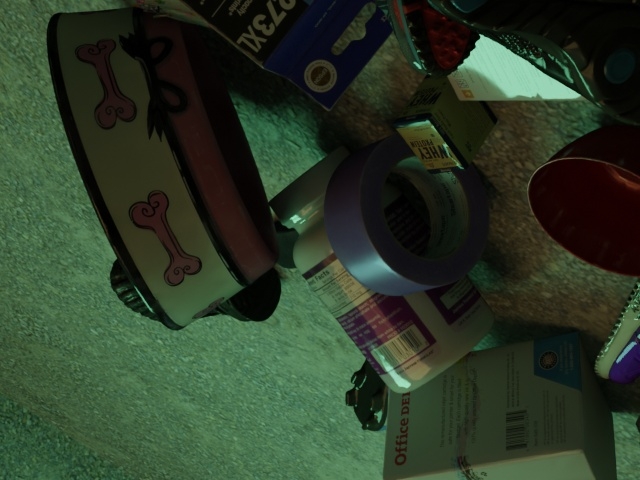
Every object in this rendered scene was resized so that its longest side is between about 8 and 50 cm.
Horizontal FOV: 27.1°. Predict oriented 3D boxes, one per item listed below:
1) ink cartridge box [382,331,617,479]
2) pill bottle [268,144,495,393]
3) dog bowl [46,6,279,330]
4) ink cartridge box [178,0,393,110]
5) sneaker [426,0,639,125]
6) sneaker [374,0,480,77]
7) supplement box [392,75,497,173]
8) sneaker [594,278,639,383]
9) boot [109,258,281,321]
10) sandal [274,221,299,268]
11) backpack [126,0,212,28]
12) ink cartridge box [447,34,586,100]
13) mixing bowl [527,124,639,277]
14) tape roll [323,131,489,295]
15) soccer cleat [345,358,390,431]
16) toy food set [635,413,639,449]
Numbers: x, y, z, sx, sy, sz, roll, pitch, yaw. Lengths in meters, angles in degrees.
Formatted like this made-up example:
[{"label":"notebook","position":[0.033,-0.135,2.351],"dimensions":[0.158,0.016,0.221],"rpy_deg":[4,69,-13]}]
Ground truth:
[{"label":"ink cartridge box","position":[0.245,0.278,1.798],"dimensions":[0.270,0.198,0.197],"rpy_deg":[-12,134,20]},{"label":"pill bottle","position":[0.072,0.032,1.705],"dimensions":[0.301,0.169,0.169],"rpy_deg":[53,150,-1]},{"label":"dog bowl","position":[-0.176,-0.105,1.605],"dimensions":[0.150,0.408,0.408],"rpy_deg":[-20,135,4]},{"label":"ink cartridge box","position":[-0.083,-0.310,1.374],"dimensions":[0.371,0.175,0.069],"rpy_deg":[37,-167,-9]},{"label":"sneaker","position":[0.210,-0.215,1.193],"dimensions":[0.341,0.125,0.139],"rpy_deg":[25,-169,-31]},{"label":"sneaker","position":[0.077,-0.282,1.277],"dimensions":[0.125,0.104,0.261],"rpy_deg":[-4,103,62]},{"label":"supplement box","position":[0.141,-0.133,1.496],"dimensions":[0.056,0.083,0.083],"rpy_deg":[-4,134,49]},{"label":"sneaker","position":[0.421,0.109,1.555],"dimensions":[0.146,0.102,0.293],"rpy_deg":[27,151,12]},{"label":"boot","position":[-0.250,0.015,2.088],"dimensions":[0.260,0.131,0.348],"rpy_deg":[0,137,46]},{"label":"sandal","position":[-0.001,-0.001,1.898],"dimensions":[0.254,0.054,0.097],"rpy_deg":[9,137,54]},{"label":"backpack","position":[-0.145,-0.313,1.481],"dimensions":[0.182,0.152,0.115],"rpy_deg":[15,154,9]},{"label":"ink cartridge box","position":[0.193,-0.226,1.337],"dimensions":[0.208,0.045,0.206],"rpy_deg":[7,141,42]},{"label":"mixing bowl","position":[0.321,-0.056,1.409],"dimensions":[0.181,0.098,0.181],"rpy_deg":[25,150,15]},{"label":"tape roll","position":[0.104,-0.032,1.582],"dimensions":[0.189,0.189,0.080],"rpy_deg":[43,151,-16]},{"label":"soccer cleat","position":[0.138,0.146,1.929],"dimensions":[0.116,0.143,0.331],"rpy_deg":[55,143,34]},{"label":"toy food set","position":[0.465,0.260,1.739],"dimensions":[0.111,0.104,0.232],"rpy_deg":[26,151,15]}]
